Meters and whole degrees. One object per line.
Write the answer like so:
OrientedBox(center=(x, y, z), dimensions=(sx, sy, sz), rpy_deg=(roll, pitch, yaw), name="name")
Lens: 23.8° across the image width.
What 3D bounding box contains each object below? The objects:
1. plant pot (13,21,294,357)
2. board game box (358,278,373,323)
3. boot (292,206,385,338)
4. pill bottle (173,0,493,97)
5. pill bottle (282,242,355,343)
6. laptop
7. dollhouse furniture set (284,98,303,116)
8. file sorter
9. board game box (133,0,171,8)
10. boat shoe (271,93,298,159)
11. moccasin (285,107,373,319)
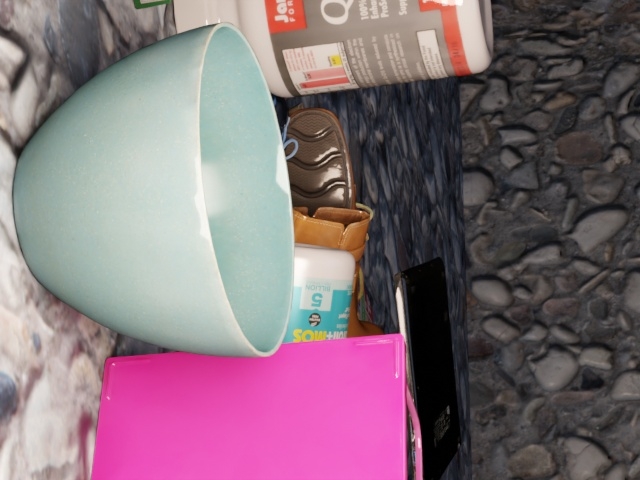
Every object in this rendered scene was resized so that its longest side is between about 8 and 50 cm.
OrientedBox(center=(-0.153, -0.033, 1.335), dimensions=(0.290, 0.195, 0.290), rpy_deg=(-7, 90, -77), name="plant pot")
OrientedBox(center=(0.046, 0.091, 2.541), dimensions=(0.259, 0.039, 0.124), rpy_deg=(66, 20, -45), name="board game box")
OrientedBox(center=(0.018, 0.062, 1.977), dimensions=(0.283, 0.109, 0.220), rpy_deg=(5, 106, -46), name="boot")
OrientedBox(center=(0.019, -0.286, 1.855), dimensions=(0.210, 0.362, 0.210), rpy_deg=(-7, 90, -78), name="pill bottle")
OrientedBox(center=(-0.044, 0.135, 1.786), dimensions=(0.146, 0.146, 0.264), rpy_deg=(-4, 101, -77), name="pill bottle")
OrientedBox(center=(0.041, 0.241, 1.920), dimensions=(0.382, 0.236, 0.408), rpy_deg=(-11, 96, -79), name="laptop")
OrientedBox(center=(-0.005, -0.211, 2.356), dimensions=(0.091, 0.081, 0.114), rpy_deg=(-54, 136, -72), name="dollhouse furniture set")
OrientedBox(center=(-0.050, 0.232, 1.449), dimensions=(0.182, 0.290, 0.202), rpy_deg=(71, 17, -53), name="file sorter")
OrientedBox(center=(-0.210, -0.444, 1.653), dimensions=(0.213, 0.046, 0.317), rpy_deg=(-81, 160, -49), name="board game box")
OrientedBox(center=(-0.071, -0.137, 1.953), dimensions=(0.089, 0.109, 0.258), rpy_deg=(66, 19, -13), name="boat shoe")
OrientedBox(center=(0.003, 0.000, 2.150), dimensions=(0.147, 0.139, 0.380), rpy_deg=(-59, 140, -74), name="moccasin")
